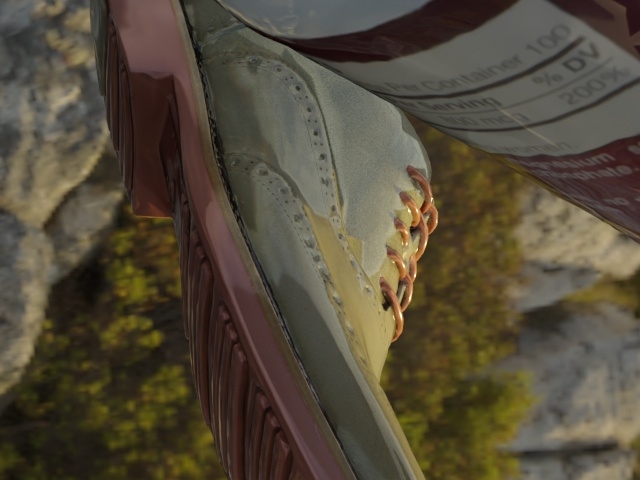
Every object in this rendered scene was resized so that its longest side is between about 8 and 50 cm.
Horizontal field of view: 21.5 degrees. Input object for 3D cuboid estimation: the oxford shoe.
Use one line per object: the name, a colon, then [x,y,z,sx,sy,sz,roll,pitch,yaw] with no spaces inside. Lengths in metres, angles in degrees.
oxford shoe: [0.000,0.000,0.801,0.146,0.140,0.397,-11,58,-15]

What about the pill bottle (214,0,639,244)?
pill bottle: [0.088,-0.131,0.518,0.392,0.224,0.224,26,67,-38]
